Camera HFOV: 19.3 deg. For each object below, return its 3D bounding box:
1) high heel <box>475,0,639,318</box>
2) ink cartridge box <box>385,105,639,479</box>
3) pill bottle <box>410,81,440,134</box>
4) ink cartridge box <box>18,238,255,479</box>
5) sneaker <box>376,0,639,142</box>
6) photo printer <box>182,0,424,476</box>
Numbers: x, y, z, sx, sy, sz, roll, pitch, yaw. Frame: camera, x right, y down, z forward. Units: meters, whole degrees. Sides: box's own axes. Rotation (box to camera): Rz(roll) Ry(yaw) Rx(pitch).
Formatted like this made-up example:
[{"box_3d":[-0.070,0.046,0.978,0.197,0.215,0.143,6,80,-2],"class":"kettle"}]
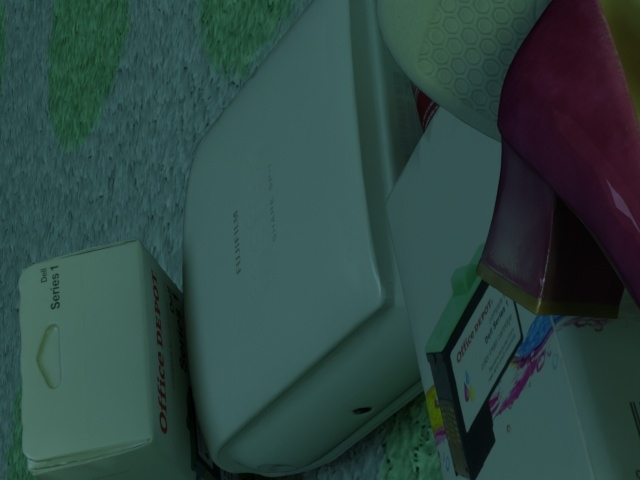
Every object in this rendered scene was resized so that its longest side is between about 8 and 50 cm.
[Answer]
[{"box_3d":[0.142,-0.007,0.569,0.244,0.082,0.117,32,113,54],"class":"high heel"},{"box_3d":[0.156,0.066,0.737,0.117,0.201,0.278,120,148,-46],"class":"ink cartridge box"},{"box_3d":[0.102,-0.052,1.034,0.086,0.086,0.152,-56,36,44],"class":"pill bottle"},{"box_3d":[-0.124,0.121,1.318,0.219,0.092,0.160,57,-159,-58],"class":"ink cartridge box"},{"box_3d":[0.176,-0.099,0.702,0.147,0.296,0.104,-64,-30,-54],"class":"sneaker"},{"box_3d":[0.000,0.000,1.212,0.307,0.107,0.256,-44,44,53],"class":"photo printer"}]
